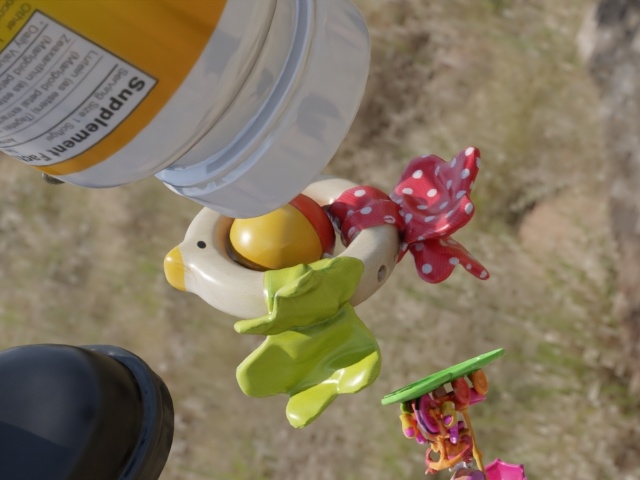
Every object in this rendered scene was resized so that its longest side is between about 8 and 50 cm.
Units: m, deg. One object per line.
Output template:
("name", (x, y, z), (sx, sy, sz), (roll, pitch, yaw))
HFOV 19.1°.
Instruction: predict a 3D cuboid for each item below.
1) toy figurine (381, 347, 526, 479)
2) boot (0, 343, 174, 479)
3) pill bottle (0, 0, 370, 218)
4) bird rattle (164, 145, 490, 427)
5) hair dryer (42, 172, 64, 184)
("toy figurine", (0.142, 0.205, 1.858), (0.130, 0.173, 0.159), (-24, 86, 25))
("boot", (-0.279, 0.114, 1.069), (0.348, 0.260, 0.131), (-20, 60, 9))
("pill bottle", (-0.102, -0.102, 0.693), (0.136, 0.245, 0.136), (-30, 46, 36))
("bird rattle", (0.000, 0.000, 1.443), (0.253, 0.207, 0.143), (-51, -33, -33))
("hair dryer", (-0.125, -0.187, 1.511), (0.224, 0.080, 0.293), (-72, 6, -51))
